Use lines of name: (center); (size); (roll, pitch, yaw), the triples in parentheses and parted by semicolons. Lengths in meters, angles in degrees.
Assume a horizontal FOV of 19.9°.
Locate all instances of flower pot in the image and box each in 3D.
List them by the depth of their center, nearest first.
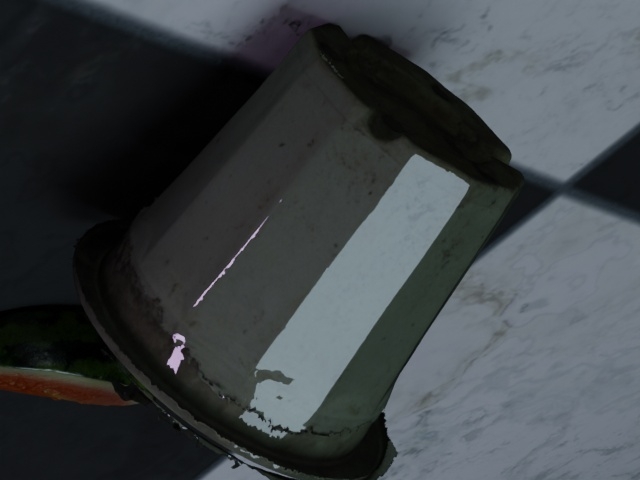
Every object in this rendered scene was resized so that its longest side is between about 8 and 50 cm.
flower pot: (0.000, 0.000, 1.307); (0.290, 0.290, 0.259); (13, 120, -50)

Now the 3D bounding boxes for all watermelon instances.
watermelon: (-0.217, 0.106, 1.499); (0.119, 0.063, 0.245); (-26, 156, 30)
